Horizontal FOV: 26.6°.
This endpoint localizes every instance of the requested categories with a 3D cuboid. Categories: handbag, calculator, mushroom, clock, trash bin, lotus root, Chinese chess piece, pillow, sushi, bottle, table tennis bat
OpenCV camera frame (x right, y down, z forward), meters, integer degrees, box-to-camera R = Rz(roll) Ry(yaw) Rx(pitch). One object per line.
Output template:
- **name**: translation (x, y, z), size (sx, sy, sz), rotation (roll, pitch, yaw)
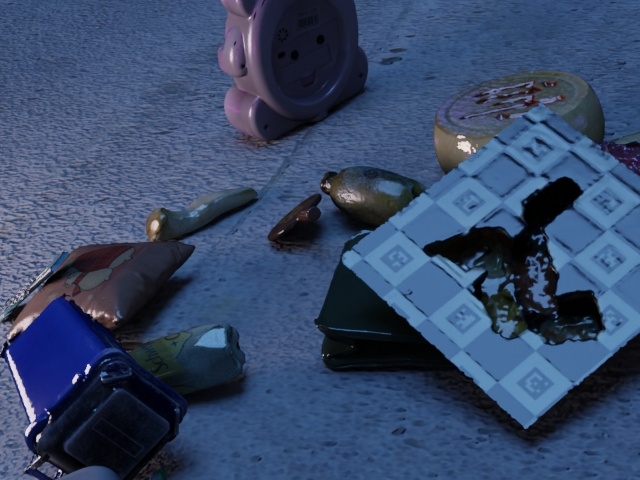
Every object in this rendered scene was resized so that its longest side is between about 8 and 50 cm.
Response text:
- **handbag**: translation (0.139, 0.077, 1.827), size (0.260, 0.079, 0.247), rotation (-1, 33, 16)
- **calculator**: translation (-0.437, 0.070, 2.051), size (0.172, 0.018, 0.057), rotation (-36, 17, 39)
- **mushroom**: translation (-0.195, -0.051, 2.224), size (0.202, 0.054, 0.059), rotation (-22, 28, -24)
- **clock**: translation (-0.053, -0.367, 2.440), size (0.295, 0.322, 0.113), rotation (-32, 39, -29)
- **trash bin**: translation (-0.299, 0.192, 1.680), size (0.184, 0.162, 0.234), rotation (-46, 39, -1)
- **lotus root**: translation (0.079, -0.070, 2.095), size (0.192, 0.088, 0.113), rotation (14, 8, 35)
- **Chinese chess piece**: translation (0.314, -0.171, 2.143), size (0.270, 0.112, 0.270), rotation (-13, 26, 7)
- **pillow**: translation (-0.328, 0.072, 2.021), size (0.223, 0.084, 0.236), rotation (-6, 30, 29)
- **sushi**: translation (0.270, 0.033, 1.710), size (0.359, 0.064, 0.343), rotation (-38, 57, -15)
- **bottle**: translation (-0.235, 0.180, 1.803), size (0.269, 0.083, 0.083), rotation (-18, 28, 9)
- **table tennis bat**: translation (0.000, 0.000, 2.093), size (0.107, 0.119, 0.170), rotation (-44, 9, -12)

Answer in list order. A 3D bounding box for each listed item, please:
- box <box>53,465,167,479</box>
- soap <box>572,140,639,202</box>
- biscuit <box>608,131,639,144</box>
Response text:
- **box**: translation (-0.314, 0.355, 1.473), size (0.336, 0.106, 0.264), rotation (-21, 26, -8)
- **soap**: translation (0.450, -0.036, 1.841), size (0.324, 0.127, 0.220), rotation (11, 38, 36)
- **biscuit**: translation (0.507, -0.135, 2.101), size (0.152, 0.020, 0.152), rotation (-10, 30, 6)
